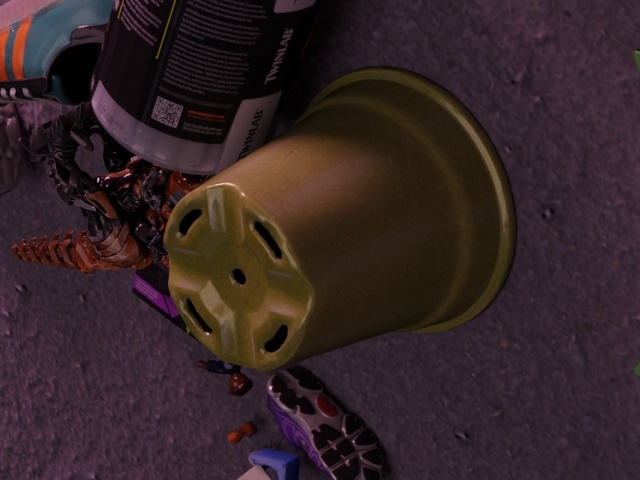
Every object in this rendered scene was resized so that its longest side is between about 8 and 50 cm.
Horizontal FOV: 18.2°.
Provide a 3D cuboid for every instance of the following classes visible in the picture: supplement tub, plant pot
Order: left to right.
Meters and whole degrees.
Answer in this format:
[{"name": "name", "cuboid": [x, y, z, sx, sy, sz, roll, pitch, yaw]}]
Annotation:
[{"name": "supplement tub", "cuboid": [-0.096, -0.235, 1.912, 0.193, 0.194, 0.316, 41, 132, 22]}, {"name": "plant pot", "cuboid": [0.000, 0.000, 1.884, 0.276, 0.254, 0.276, 19, 120, 36]}]

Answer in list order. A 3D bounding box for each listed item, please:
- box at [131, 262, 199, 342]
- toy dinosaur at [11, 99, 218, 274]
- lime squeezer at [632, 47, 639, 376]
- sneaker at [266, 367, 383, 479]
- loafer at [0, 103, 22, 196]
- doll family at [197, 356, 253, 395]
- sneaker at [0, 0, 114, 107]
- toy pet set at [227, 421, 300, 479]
[{"name": "box", "cuboid": [-0.146, 0.019, 2.189, 0.116, 0.029, 0.162, 34, 126, 27]}, {"name": "toy dinosaur", "cuboid": [-0.208, -0.043, 2.104, 0.322, 0.164, 0.218, -25, 96, 12]}, {"name": "lime squeezer", "cuboid": [0.310, -0.005, 1.736, 0.110, 0.059, 0.310, 14, 118, 38]}, {"name": "sneaker", "cuboid": [0.004, 0.210, 2.124, 0.170, 0.068, 0.071, 50, 150, 26]}, {"name": "loafer", "cuboid": [-0.447, -0.184, 2.330, 0.111, 0.112, 0.319, -40, 74, 52]}, {"name": "doll family", "cuboid": [-0.060, 0.091, 2.109, 0.193, 0.076, 0.111, -30, 87, 48]}, {"name": "sneaker", "cuboid": [-0.312, -0.188, 2.159, 0.302, 0.108, 0.121, -27, 75, 35]}, {"name": "toy pet set", "cuboid": [-0.046, 0.242, 2.159, 0.065, 0.114, 0.122, -40, 81, 19]}]
